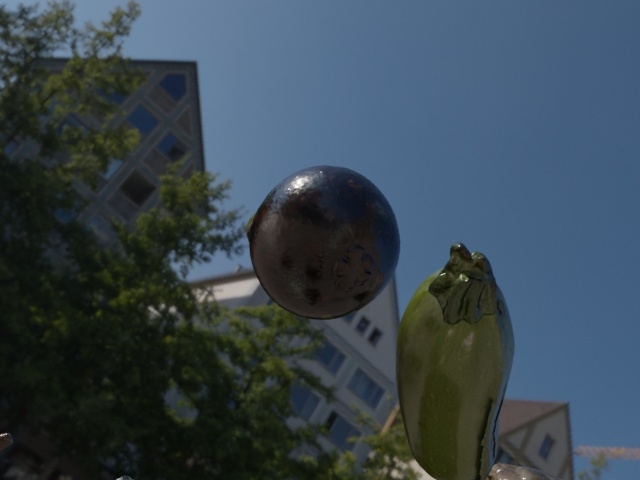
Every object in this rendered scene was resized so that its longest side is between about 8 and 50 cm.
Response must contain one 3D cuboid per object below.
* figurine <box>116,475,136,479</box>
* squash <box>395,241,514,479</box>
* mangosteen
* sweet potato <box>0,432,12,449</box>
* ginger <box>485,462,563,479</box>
[{"bbox_3d":[-0.292,0.423,1.037,0.141,0.250,0.166,16,-43,49],"label":"figurine"},{"bbox_3d":[0.103,0.097,0.577,0.095,0.094,0.340,21,-33,24],"label":"squash"},{"bbox_3d":[0.000,0.000,1.329,0.288,0.288,0.288,26,-27,14],"label":"mangosteen"},{"bbox_3d":[-0.636,0.378,1.211,0.057,0.265,0.057,160,-90,-80],"label":"sweet potato"},{"bbox_3d":[0.404,0.519,1.392,0.244,0.155,0.304,46,11,24],"label":"ginger"}]
